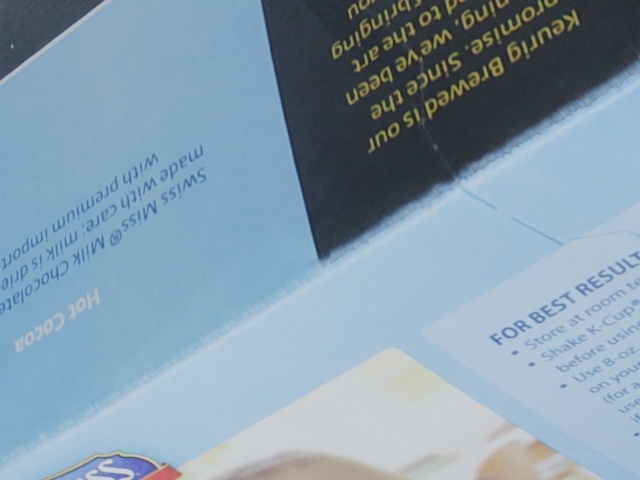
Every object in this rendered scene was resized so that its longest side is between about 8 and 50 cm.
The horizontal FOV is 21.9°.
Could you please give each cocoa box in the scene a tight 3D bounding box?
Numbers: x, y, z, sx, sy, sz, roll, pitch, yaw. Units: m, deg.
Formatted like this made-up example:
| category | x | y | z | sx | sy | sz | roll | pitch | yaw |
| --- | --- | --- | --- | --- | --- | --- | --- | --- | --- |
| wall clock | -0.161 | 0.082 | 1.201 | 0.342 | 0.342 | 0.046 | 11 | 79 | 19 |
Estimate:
| category | x | y | z | sx | sy | sz | roll | pitch | yaw |
| --- | --- | --- | --- | --- | --- | --- | --- | --- | --- |
| cocoa box | 0.000 | 0.000 | 0.546 | 0.347 | 0.228 | 0.231 | -32 | 138 | 25 |
